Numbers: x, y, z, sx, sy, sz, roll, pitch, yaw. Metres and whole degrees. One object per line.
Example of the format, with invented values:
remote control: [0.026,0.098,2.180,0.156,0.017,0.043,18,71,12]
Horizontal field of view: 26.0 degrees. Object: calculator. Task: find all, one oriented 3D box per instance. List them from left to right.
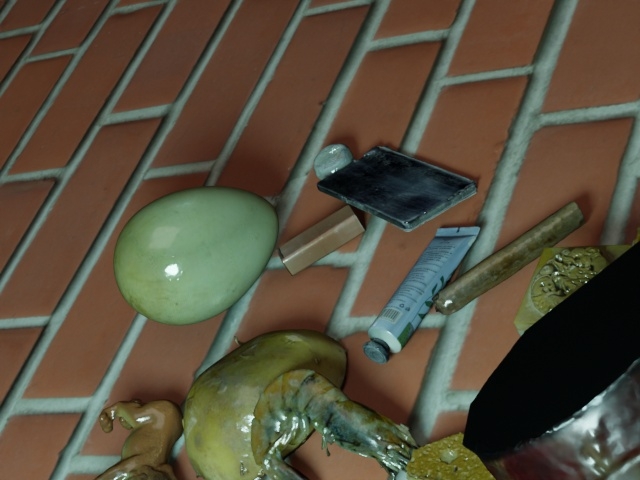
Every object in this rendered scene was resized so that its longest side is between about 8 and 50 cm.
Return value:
calculator: [0.122,-0.092,2.316,0.161,0.021,0.262,-30,33,-24]

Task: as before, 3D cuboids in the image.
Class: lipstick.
lipstick: [0.000,0.000,2.319,0.145,0.045,0.045,-31,36,1]

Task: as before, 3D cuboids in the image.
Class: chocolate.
chocolate: [0.400,0.220,1.548,0.383,0.331,0.383,-45,7,7]

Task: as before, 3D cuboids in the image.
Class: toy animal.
toy animal: [-0.266,0.333,2.121,0.158,0.097,0.312,-8,41,15]

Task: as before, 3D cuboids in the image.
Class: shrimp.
shrimp: [0.024,0.297,1.932,0.296,0.058,0.169,28,93,27]

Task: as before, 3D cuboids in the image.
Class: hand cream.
hand cream: [0.151,0.076,2.120,0.091,0.058,0.271,-5,41,49]

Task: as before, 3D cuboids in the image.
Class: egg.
egg: [-0.203,0.016,2.310,0.295,0.218,0.218,-31,35,-19]

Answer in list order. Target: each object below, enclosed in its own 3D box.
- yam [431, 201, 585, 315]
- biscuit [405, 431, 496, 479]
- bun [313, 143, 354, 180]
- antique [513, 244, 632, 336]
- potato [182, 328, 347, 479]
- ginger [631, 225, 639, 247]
yam: [0.281,0.030,2.077,0.264,0.046,0.046,-35,37,-1]
biscuit: [0.238,0.280,1.821,0.237,0.026,0.131,4,47,26]
bun: [0.025,-0.135,2.449,0.083,0.045,0.083,-21,36,16]
antique: [0.364,0.092,1.867,0.152,0.148,0.146,-3,44,37]
potato: [-0.106,0.223,2.103,0.299,0.116,0.239,-45,34,-17]
ginger: [0.535,-0.052,1.847,0.418,0.176,0.254,-35,40,-30]
